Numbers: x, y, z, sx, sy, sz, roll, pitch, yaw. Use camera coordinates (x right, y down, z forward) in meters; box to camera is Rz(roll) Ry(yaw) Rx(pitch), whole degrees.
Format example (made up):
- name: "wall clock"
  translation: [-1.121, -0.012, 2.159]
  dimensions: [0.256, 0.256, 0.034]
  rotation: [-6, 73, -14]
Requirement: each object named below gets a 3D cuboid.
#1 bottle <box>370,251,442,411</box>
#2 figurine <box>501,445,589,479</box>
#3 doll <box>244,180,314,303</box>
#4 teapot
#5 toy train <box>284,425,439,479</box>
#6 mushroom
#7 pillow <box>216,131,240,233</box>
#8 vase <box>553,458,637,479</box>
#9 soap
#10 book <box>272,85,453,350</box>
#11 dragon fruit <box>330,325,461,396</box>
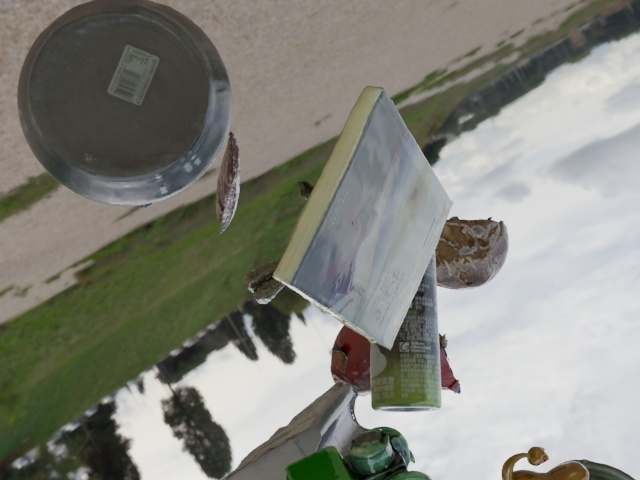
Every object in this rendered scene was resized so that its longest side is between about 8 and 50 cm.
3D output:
- name: "bottle"
  translation: [0.111, 0.061, 1.045]
  dimensions: [0.093, 0.330, 0.093]
  rotation: [0, 163, 0]
- name: "figurine"
  translation: [0.413, 0.439, 1.442]
  dimensions: [0.176, 0.122, 0.121]
  rotation: [-9, -165, -5]
- name: "doll"
  translation: [0.010, 0.009, 1.350]
  dimensions: [0.202, 0.091, 0.286]
  rotation: [22, -109, 39]
- name: "teapot"
  translation: [-0.252, -0.189, 1.057]
  dimensions: [0.253, 0.300, 0.344]
  rotation: [0, 179, -8]
- name: "toy train"
  translation: [0.053, 0.338, 0.885]
  dimensions: [0.188, 0.243, 0.132]
  rotation: [-22, -160, -10]
- name: "mushroom"
  translation: [0.304, 0.039, 1.748]
  dimensions: [0.285, 0.151, 0.156]
  rotation: [-3, 160, -14]
- name: "pillow"
  translation: [-0.176, -0.109, 1.493]
  dimensions: [0.043, 0.118, 0.185]
  rotation: [4, 146, -15]
- name: "vase"
  translation: [0.538, 0.639, 1.582]
  dimensions: [0.245, 0.245, 0.291]
  rotation: [-26, -166, 45]
- name: "soap"
  translation: [-0.043, 0.393, 1.279]
  dimensions: [0.258, 0.159, 0.302]
  rotation: [-40, 173, 16]
- name: "book"
  translation: [0.059, -0.007, 0.796]
  dimensions: [0.201, 0.026, 0.289]
  rotation: [-66, 151, -8]
- name: "dragon fruit"
  translation: [0.155, 0.293, 1.933]
  dimensions: [0.343, 0.282, 0.100]
  rotation: [-10, -164, 27]
